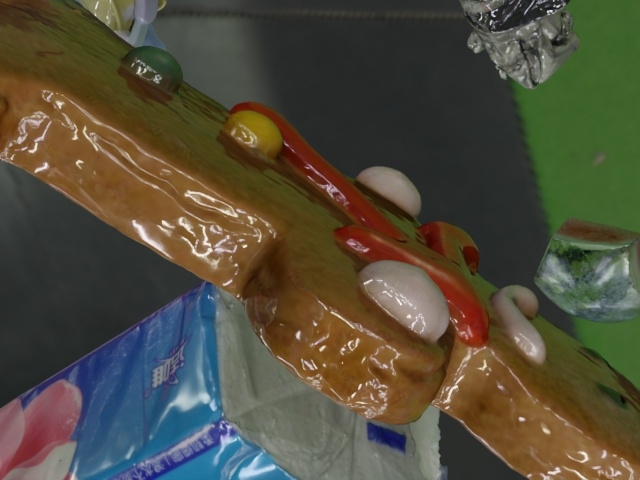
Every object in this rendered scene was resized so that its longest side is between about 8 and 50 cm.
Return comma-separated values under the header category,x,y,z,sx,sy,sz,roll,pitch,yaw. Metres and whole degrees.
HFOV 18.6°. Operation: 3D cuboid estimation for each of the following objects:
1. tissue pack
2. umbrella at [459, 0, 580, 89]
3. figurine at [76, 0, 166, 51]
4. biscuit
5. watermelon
category,x,y,z,sx,sy,sz,roll,pitch,yaw
tissue pack,-0.081,0.151,1.222,0.269,0.137,0.209,-30,142,32
umbrella,0.125,-0.261,1.569,0.113,0.106,0.358,53,180,40
figurine,-0.198,-0.187,1.632,0.184,0.208,0.128,-35,89,29
biscuit,0.001,-0.002,0.678,0.324,0.205,0.049,35,102,-1
watermelon,0.209,0.022,1.443,0.084,0.072,0.092,27,145,33
